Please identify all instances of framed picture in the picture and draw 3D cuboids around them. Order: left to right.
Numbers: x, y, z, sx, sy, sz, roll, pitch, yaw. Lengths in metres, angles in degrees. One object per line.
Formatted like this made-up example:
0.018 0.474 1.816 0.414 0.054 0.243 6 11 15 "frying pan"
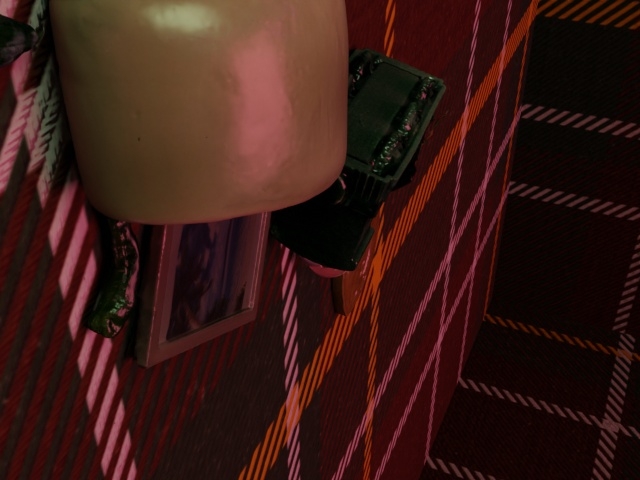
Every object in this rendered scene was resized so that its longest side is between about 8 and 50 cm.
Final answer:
-0.096 -0.052 0.818 0.232 0.024 0.315 -19 120 -68 "framed picture"

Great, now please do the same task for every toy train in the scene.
0.044 -0.109 1.029 0.330 0.138 0.178 -58 170 -54 "toy train"

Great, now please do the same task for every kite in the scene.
0.125 -0.113 1.097 0.159 0.010 0.190 -56 -173 42 "kite"

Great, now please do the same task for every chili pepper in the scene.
-0.159 0.020 0.675 0.055 0.035 0.118 -73 176 -73 "chili pepper"

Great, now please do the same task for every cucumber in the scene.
-0.200 -0.107 0.457 0.155 0.037 0.037 -27 128 -66 "cucumber"

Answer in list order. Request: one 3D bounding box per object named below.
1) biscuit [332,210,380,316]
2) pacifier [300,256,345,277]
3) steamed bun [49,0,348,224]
0.059 0.011 1.312 0.142 0.028 0.221 -18 120 -69 "biscuit"
0.000 0.000 1.099 0.078 0.081 0.099 164 -80 -74 "pacifier"
-0.065 -0.120 0.620 0.250 0.154 0.200 -34 131 -53 "steamed bun"
